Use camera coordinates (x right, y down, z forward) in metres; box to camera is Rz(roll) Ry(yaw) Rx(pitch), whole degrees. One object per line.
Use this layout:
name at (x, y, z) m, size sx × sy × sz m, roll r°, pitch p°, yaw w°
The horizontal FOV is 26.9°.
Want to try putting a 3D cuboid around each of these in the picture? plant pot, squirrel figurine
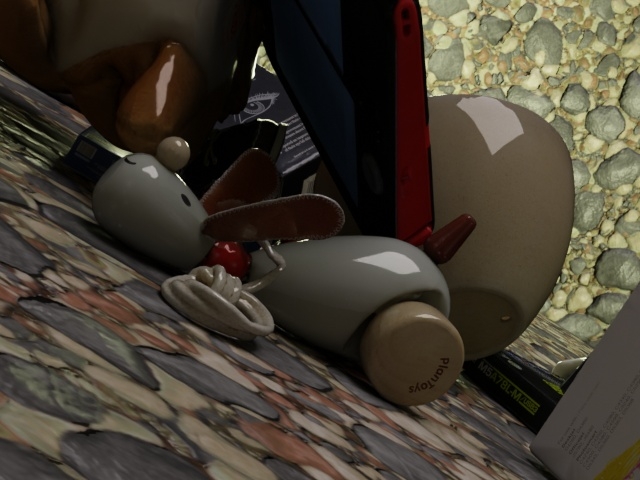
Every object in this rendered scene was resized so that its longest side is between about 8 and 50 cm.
plant pot at (0.137, 0.014, 1.402) m, size 0.284 × 0.284 × 0.191 m, roll 28°, pitch 42°, yaw -32°
squirrel figurine at (-0.254, -0.236, 1.294) m, size 0.370 × 0.281 × 0.397 m, roll 12°, pitch 1°, yaw 8°

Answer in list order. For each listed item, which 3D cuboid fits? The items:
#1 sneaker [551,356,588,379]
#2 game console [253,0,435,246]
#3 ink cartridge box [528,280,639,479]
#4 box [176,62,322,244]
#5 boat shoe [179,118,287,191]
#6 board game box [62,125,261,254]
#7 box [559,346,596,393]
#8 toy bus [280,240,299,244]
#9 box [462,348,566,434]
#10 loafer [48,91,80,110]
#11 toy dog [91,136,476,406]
sneaker at (0.392, 0.225, 1.648) m, size 0.152 × 0.114 × 0.305 m, roll 14°, pitch 8°, yaw -23°
game console at (0.003, -0.202, 1.231) m, size 0.342 × 0.060 × 0.386 m, roll 79°, pitch -13°, yaw -52°
ink cartridge box at (0.351, 0.190, 1.114) m, size 0.198 × 0.197 × 0.270 m, roll 29°, pitch 6°, yaw -25°
box at (-0.079, -0.113, 1.590) m, size 0.207 × 0.108 × 0.153 m, roll 35°, pitch 44°, yaw 26°
boat shoe at (-0.096, -0.079, 1.402) m, size 0.069 × 0.081 × 0.228 m, roll 27°, pitch -21°, yaw -11°
board game box at (-0.152, -0.045, 1.319) m, size 0.201 × 0.035 × 0.136 m, roll 31°, pitch 6°, yaw -8°
box at (0.402, 0.162, 1.311) m, size 0.270 × 0.216 × 0.060 m, roll 47°, pitch 16°, yaw 32°
toy bus at (0.016, -0.031, 1.680) m, size 0.202 × 0.104 × 0.191 m, roll 26°, pitch 8°, yaw -21°
box at (0.262, 0.185, 1.474) m, size 0.191 × 0.045 × 0.184 m, roll 27°, pitch 6°, yaw -35°
loafer at (-0.253, -0.215, 1.762) m, size 0.366 × 0.130 × 0.134 m, roll 29°, pitch 6°, yaw -20°
toy dog at (0.000, 0.000, 1.085) m, size 0.334 × 0.161 × 0.220 m, roll 27°, pitch 7°, yaw -41°
